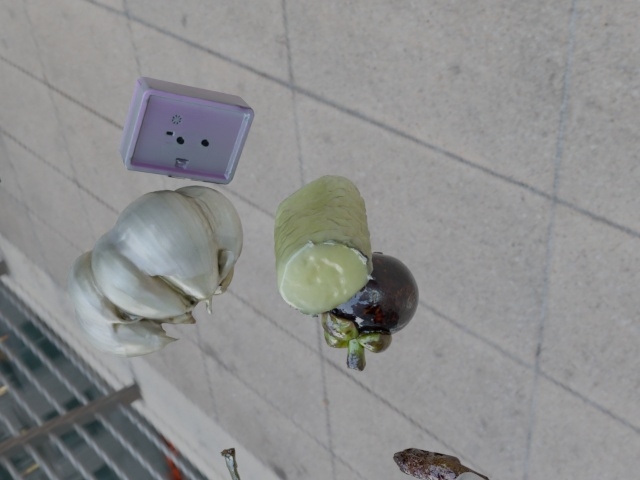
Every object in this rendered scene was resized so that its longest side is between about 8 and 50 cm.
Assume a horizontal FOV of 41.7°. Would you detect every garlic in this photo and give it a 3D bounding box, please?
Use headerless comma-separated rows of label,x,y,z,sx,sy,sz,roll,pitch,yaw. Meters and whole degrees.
garlic,-0.230,0.038,1.199,0.203,0.281,0.185,45,163,24

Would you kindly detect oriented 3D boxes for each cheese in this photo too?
cheese,0.000,0.000,1.008,0.123,0.167,0.094,-39,115,19

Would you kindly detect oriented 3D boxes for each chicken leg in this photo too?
chicken leg,0.200,0.374,1.372,0.219,0.089,0.048,-5,69,52

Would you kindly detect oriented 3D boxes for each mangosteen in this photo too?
mangosteen,0.080,0.127,1.520,0.192,0.192,0.217,-10,72,57

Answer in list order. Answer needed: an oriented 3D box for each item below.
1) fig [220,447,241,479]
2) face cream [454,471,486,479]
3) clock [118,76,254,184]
fig,-0.114,0.462,1.349,0.143,0.160,0.231,36,126,56
face cream,0.193,0.430,1.167,0.111,0.206,0.206,28,140,18
clock,-0.228,-0.182,1.420,0.063,0.197,0.150,53,129,49
